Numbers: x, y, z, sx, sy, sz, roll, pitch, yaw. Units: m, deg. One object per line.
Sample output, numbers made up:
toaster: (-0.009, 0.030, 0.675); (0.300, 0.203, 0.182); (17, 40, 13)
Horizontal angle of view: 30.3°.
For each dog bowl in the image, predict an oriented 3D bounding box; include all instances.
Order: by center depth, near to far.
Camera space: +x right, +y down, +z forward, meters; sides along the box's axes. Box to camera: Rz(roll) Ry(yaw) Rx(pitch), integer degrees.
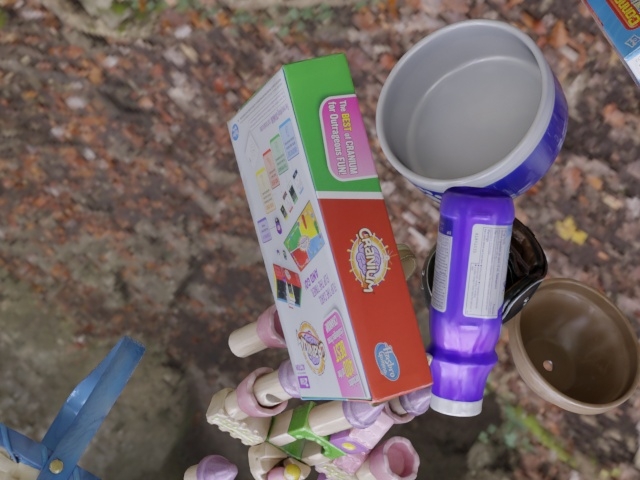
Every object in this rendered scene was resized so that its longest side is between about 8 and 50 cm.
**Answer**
dog bowl: (0.219, -0.181, 1.713); (0.265, 0.265, 0.104); (13, 166, 34)

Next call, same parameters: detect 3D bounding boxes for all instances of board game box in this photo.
board game box: (0.000, 0.000, 1.176); (0.242, 0.064, 0.317); (160, 96, -72)
board game box: (0.447, -0.241, 1.554); (0.086, 0.302, 0.308); (-34, 127, 16)

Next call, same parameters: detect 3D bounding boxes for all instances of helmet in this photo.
helmet: (0.224, 0.050, 1.680); (0.169, 0.169, 0.161); (44, 121, -5)

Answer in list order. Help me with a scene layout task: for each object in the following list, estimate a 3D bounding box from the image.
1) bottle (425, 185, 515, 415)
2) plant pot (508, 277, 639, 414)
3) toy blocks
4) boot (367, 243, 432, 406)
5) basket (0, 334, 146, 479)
bottle: (0.184, 0.076, 1.484); (0.092, 0.118, 0.283); (5, 98, 1)
plant pot: (0.404, 0.190, 1.961); (0.237, 0.237, 0.110); (39, 142, 3)
toy blocks: (0.013, 0.265, 1.583); (0.288, 0.309, 0.260); (36, 143, -23)
boot: (0.087, 0.107, 1.516); (0.165, 0.213, 0.077); (34, 151, 34)
basket: (-0.279, 0.242, 1.163); (0.201, 0.289, 0.255); (30, 151, -10)
